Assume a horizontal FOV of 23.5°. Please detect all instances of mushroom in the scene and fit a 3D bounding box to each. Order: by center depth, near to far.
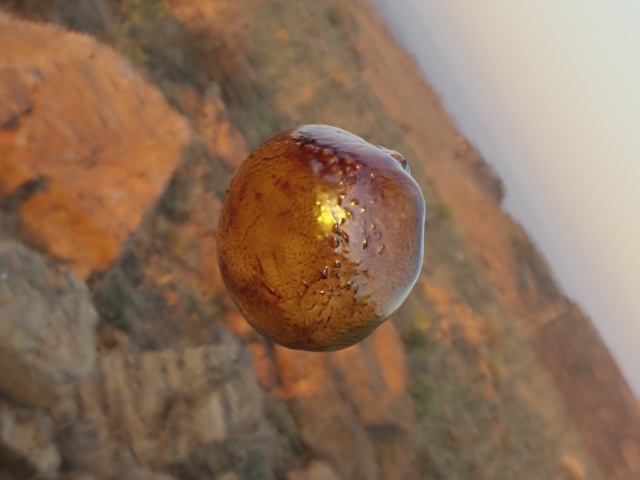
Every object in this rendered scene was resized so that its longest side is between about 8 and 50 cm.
[{"bbox_3d":[0.000,0.000,0.795,0.087,0.127,0.127,21,35,-43],"label":"mushroom"}]
